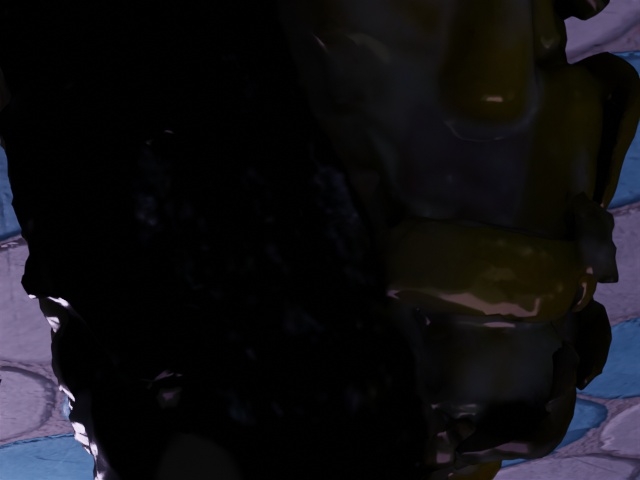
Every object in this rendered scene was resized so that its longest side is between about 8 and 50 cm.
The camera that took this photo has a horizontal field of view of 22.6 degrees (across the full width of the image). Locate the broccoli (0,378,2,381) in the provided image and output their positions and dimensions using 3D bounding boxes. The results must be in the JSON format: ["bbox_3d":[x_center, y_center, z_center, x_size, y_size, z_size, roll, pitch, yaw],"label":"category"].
[{"bbox_3d":[-0.324,0.103,0.948,0.270,0.270,0.270,16,152,9],"label":"broccoli"}]

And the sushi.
[{"bbox_3d":[0.000,0.000,0.783,0.285,0.328,0.329,-17,155,-10],"label":"sushi"}]
